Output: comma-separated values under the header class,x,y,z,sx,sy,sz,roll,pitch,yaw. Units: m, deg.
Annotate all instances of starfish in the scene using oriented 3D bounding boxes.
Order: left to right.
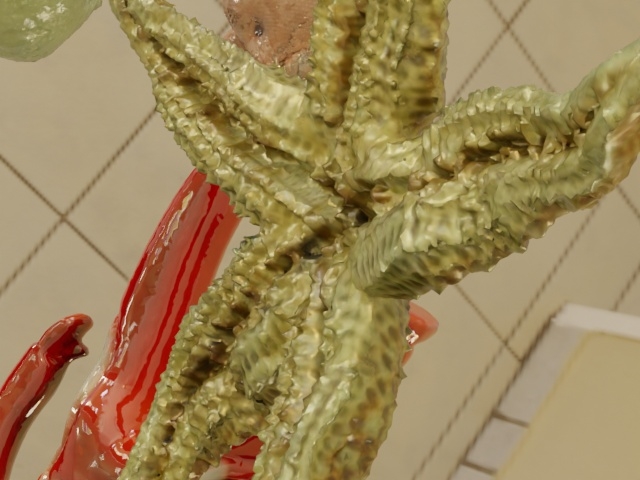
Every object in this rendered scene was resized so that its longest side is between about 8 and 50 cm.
class,x,y,z,sx,sy,sz,roll,pitch,yaw
starfish,0.003,0.000,0.451,0.078,0.358,0.347,9,85,-32

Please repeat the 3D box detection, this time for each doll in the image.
class,x,y,z,sx,sy,sz,roll,pitch,yaw
doll,-0.113,0.140,0.669,0.384,0.188,0.099,-48,153,8
doll,-0.036,-0.198,1.540,0.156,0.201,0.303,-79,174,-46

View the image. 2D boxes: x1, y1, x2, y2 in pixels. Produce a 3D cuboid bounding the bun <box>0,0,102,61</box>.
class,x,y,z,sx,sy,sz,roll,pitch,yaw
bun,-0.199,-0.233,0.922,0.126,0.204,0.213,-13,76,6
